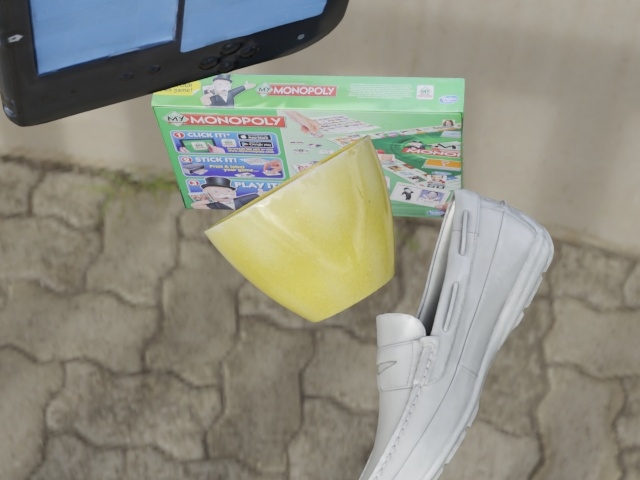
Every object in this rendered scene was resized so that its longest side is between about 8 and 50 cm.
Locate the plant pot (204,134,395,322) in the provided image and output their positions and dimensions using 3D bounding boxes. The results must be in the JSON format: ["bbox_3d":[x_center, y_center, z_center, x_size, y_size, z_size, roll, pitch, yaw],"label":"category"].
[{"bbox_3d":[0.000,0.000,1.019,0.134,0.134,0.095,-32,94,-20],"label":"plant pot"}]

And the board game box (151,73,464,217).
[{"bbox_3d":[-0.004,-0.099,1.551,0.317,0.213,0.046,2,60,6],"label":"board game box"}]

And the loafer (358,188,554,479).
[{"bbox_3d":[0.092,0.104,1.270,0.111,0.112,0.319,29,71,-5],"label":"loafer"}]

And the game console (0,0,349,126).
[{"bbox_3d":[-0.118,-0.227,1.252,0.342,0.386,0.060,-22,75,-15],"label":"game console"}]
